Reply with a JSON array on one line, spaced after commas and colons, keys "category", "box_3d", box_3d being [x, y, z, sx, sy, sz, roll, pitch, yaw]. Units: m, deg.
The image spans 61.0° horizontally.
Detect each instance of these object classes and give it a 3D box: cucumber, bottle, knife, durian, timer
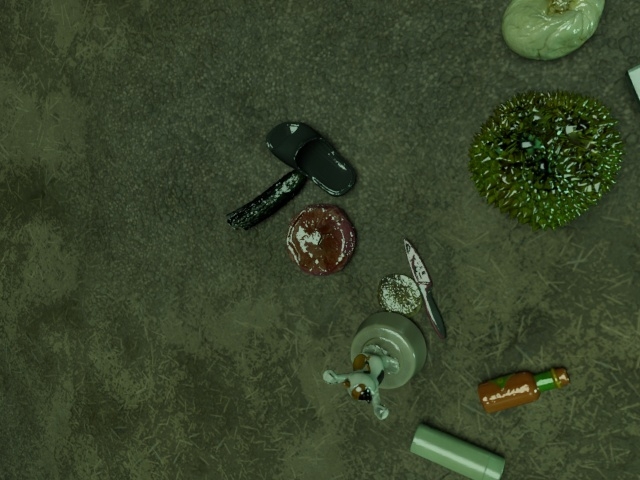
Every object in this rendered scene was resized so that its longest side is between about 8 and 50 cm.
[{"category": "cucumber", "box_3d": [-0.127, -0.098, 1.358, 0.245, 0.067, 0.067, -31, 84, 23]}, {"category": "bottle", "box_3d": [0.309, 0.487, 1.235, 0.201, 0.072, 0.072, 18, 103, 20]}, {"category": "knife", "box_3d": [0.241, 0.109, 1.244, 0.035, 0.018, 0.248, -20, 90, 10]}, {"category": "durian", "box_3d": [0.418, -0.147, 1.037, 0.290, 0.225, 0.291, 1, 75, -6]}, {"category": "timer", "box_3d": [0.116, 0.277, 1.182, 0.175, 0.266, 0.175, 5, 103, 23]}, {"category": "bottle", "box_3d": [0.435, 0.314, 1.163, 0.187, 0.069, 0.069, -24, 87, 23]}]

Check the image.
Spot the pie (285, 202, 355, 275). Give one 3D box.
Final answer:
[{"category": "pie", "box_3d": [0.000, 0.000, 1.322, 0.182, 0.049, 0.183, 1, 92, 23]}]

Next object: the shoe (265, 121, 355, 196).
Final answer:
[{"category": "shoe", "box_3d": [-0.021, -0.203, 1.266, 0.241, 0.093, 0.108, 39, 85, 10]}]

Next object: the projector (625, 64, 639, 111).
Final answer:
[{"category": "projector", "box_3d": [0.647, -0.269, 0.996, 0.115, 0.061, 0.147, -25, 87, 26]}]

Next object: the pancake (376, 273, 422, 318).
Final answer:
[{"category": "pancake", "box_3d": [0.184, 0.132, 1.278, 0.114, 0.011, 0.115, 3, 98, 23]}]

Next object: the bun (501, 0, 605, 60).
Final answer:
[{"category": "bun", "box_3d": [0.441, -0.434, 1.039, 0.188, 0.111, 0.164, -1, 93, 27]}]
